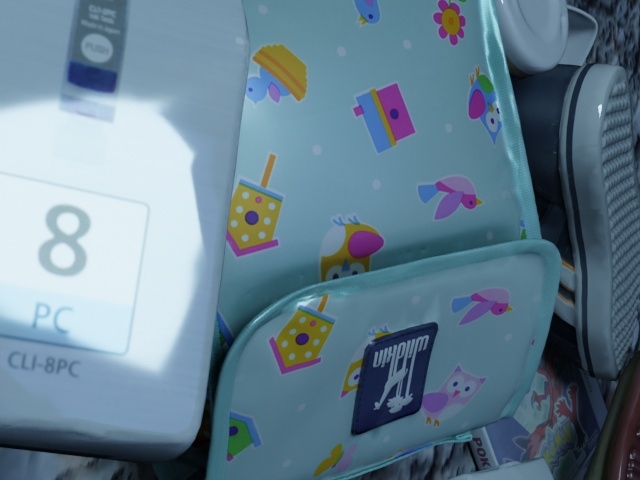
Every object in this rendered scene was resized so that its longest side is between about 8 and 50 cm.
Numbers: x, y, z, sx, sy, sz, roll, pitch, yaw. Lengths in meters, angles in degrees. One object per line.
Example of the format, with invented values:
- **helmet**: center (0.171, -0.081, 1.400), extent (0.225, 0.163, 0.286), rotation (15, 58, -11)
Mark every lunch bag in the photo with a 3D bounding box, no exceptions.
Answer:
- **lunch bag**: center (0.000, 0.000, 0.550), extent (0.223, 0.160, 0.262), rotation (-13, 92, -32)

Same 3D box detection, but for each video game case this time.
- **video game case**: center (0.180, 0.128, 0.876), extent (0.201, 0.023, 0.183), rotation (-35, 109, -48)

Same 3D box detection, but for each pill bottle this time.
- **pill bottle**: center (0.068, -0.138, 0.685), extent (0.094, 0.169, 0.094), rotation (14, 72, -49)

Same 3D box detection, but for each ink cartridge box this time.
- **ink cartridge box**: center (-0.172, -0.136, 0.348), extent (0.308, 0.091, 0.385), rotation (12, 76, -21)

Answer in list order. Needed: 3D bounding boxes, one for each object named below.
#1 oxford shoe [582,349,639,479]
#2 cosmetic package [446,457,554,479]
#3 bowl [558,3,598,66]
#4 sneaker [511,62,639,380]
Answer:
- **oxford shoe**: center (0.225, 0.230, 0.827), extent (0.123, 0.130, 0.348), rotation (37, 59, -20)
- **cosmetic package**: center (0.077, 0.233, 0.564), extent (0.151, 0.151, 0.184), rotation (18, 47, -63)
- **bowl**: center (0.146, -0.136, 0.833), extent (0.142, 0.053, 0.142), rotation (-3, 129, -50)
- **sneaker**: center (0.183, -0.012, 0.820), extent (0.126, 0.127, 0.321), rotation (-61, 146, -34)
